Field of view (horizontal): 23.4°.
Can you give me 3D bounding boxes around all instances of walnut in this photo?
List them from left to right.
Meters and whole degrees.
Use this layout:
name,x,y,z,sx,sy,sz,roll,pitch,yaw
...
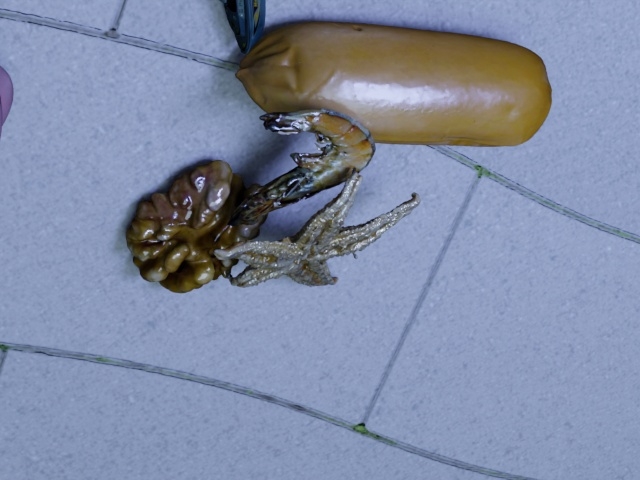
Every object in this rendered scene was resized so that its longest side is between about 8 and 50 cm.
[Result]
name,x,y,z,sx,sy,sz,roll,pitch,yaw
walnut,-0.138,-0.008,1.751,0.143,0.069,0.170,30,109,-36

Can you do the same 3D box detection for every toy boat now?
name,x,y,z,sx,sy,sz,roll,pitch,yaw
toy boat,-0.083,-0.258,1.616,0.060,0.055,0.141,-18,127,-20

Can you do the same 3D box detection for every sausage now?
name,x,y,z,sx,sy,sz,roll,pitch,yaw
sausage,0.083,-0.171,1.696,0.354,0.116,0.134,1,78,-23

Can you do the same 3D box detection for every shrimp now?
name,x,y,z,sx,sy,sz,roll,pitch,yaw
shrimp,-0.042,-0.083,1.647,0.195,0.035,0.148,-27,148,16

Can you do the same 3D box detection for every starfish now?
name,x,y,z,sx,sy,sz,roll,pitch,yaw
starfish,0.003,0.004,1.743,0.231,0.048,0.295,-31,157,14

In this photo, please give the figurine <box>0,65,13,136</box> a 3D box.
name,x,y,z,sx,sy,sz,roll,pitch,yaw
figurine,-0.427,-0.108,1.475,0.261,0.211,0.270,-28,128,-3
